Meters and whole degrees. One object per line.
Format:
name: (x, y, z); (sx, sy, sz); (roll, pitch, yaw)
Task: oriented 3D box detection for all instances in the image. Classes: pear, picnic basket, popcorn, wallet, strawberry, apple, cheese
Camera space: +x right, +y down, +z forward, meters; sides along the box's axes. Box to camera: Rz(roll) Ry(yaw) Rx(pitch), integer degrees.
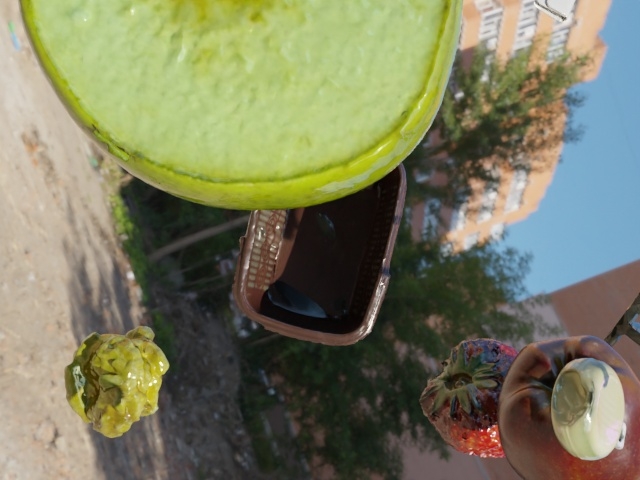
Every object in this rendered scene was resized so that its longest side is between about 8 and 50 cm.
pear: (-0.068, -0.155, 0.728); (0.318, 0.342, 0.238); (-87, -171, -83)
picnic basket: (0.000, 0.000, 1.197); (0.129, 0.222, 0.297); (76, 28, -85)
popcorn: (-0.363, 0.252, 1.441); (0.155, 0.197, 0.197); (6, 56, -52)
wallet: (0.385, -0.411, 1.277); (0.122, 0.061, 0.025); (-65, -176, -19)
strawberry: (0.372, 0.360, 1.755); (0.288, 0.250, 0.238); (43, 9, -37)
apple: (0.451, 0.321, 1.416); (0.317, 0.288, 0.288); (58, 4, -44)
cheese: (0.396, 0.251, 1.138); (0.064, 0.137, 0.227); (3, -23, 41)

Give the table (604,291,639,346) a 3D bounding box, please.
table: (0.530, 0.104, 0.806); (0.222, 0.272, 0.335); (14, 24, -50)
